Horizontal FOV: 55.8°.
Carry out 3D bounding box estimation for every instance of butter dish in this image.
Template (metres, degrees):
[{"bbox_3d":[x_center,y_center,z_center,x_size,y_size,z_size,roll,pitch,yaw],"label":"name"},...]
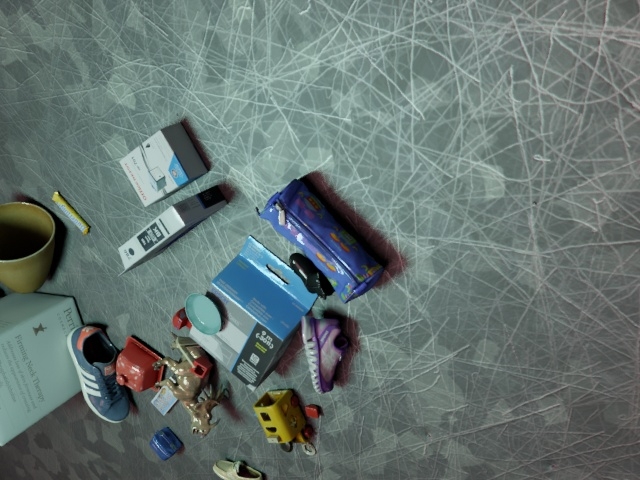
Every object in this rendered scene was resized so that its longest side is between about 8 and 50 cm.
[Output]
[{"bbox_3d":[-0.589,0.411,1.904,0.160,0.118,0.160,30,124,17],"label":"butter dish"}]

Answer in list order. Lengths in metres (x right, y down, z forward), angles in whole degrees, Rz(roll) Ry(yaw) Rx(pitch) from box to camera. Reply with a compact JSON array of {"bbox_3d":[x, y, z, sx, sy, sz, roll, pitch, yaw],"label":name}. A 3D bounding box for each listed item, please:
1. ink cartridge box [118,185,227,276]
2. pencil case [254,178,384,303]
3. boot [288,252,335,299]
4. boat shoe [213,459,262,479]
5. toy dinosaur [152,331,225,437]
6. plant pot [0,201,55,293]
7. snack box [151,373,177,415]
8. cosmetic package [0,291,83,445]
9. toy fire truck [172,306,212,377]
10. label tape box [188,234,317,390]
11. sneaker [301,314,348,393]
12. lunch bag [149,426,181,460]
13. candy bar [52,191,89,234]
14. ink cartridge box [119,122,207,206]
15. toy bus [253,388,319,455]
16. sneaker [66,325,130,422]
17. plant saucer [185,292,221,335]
[{"bbox_3d":[-0.396,-0.022,1.545,0.332,0.165,0.065,-31,93,37],"label":"ink cartridge box"},{"bbox_3d":[0.000,0.000,1.327,0.306,0.133,0.119,46,106,5],"label":"pencil case"},{"bbox_3d":[-0.018,0.081,1.405,0.121,0.045,0.099,60,160,-13],"label":"boot"},{"bbox_3d":[-0.253,0.714,1.875,0.170,0.063,0.059,16,118,15],"label":"boat shoe"},{"bbox_3d":[-0.367,0.399,1.762,0.200,0.127,0.296,7,104,22],"label":"toy dinosaur"},{"bbox_3d":[-0.952,0.047,1.915,0.237,0.237,0.254,35,141,14],"label":"plant pot"},{"bbox_3d":[-0.487,0.497,1.940,0.064,0.022,0.178,45,128,6],"label":"snack box"},{"bbox_3d":[-1.026,0.399,1.999,0.327,0.393,0.329,1,113,32],"label":"cosmetic package"},{"bbox_3d":[-0.352,0.277,1.677,0.192,0.135,0.047,38,127,11],"label":"toy fire truck"},{"bbox_3d":[-0.180,0.191,1.547,0.240,0.106,0.334,37,127,12],"label":"label tape box"},{"bbox_3d":[0.019,0.280,1.478,0.104,0.095,0.236,-10,123,0],"label":"sneaker"},{"bbox_3d":[-0.517,0.673,2.014,0.098,0.067,0.065,46,128,7],"label":"lunch bag"},{"bbox_3d":[-0.758,-0.081,1.840,0.161,0.018,0.040,46,128,6],"label":"candy bar"},{"bbox_3d":[-0.396,-0.187,1.520,0.190,0.082,0.140,-24,98,36],"label":"ink cartridge box"},{"bbox_3d":[-0.103,0.508,1.650,0.202,0.104,0.191,30,125,18],"label":"toy bus"},{"bbox_3d":[-0.708,0.441,1.984,0.148,0.131,0.350,-15,103,41],"label":"sneaker"},{"bbox_3d":[-0.292,0.183,1.534,0.119,0.021,0.119,15,119,29],"label":"plant saucer"}]
